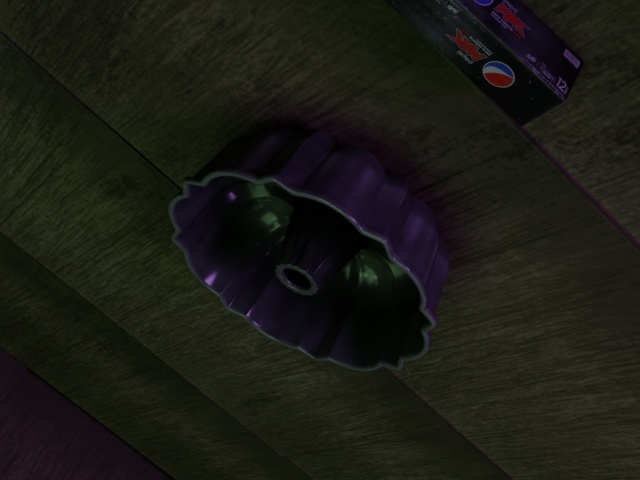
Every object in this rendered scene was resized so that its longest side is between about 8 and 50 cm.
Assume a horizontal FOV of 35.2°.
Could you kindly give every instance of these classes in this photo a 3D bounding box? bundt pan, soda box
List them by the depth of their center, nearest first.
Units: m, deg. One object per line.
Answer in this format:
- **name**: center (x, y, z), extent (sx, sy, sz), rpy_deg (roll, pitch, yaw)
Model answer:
- **soda box**: center (0.137, -0.176, 0.847), extent (0.169, 0.053, 0.060), rpy_deg (40, 148, -13)
- **bundt pan**: center (0.000, 0.000, 1.140), extent (0.331, 0.124, 0.330), rpy_deg (22, 148, 15)
